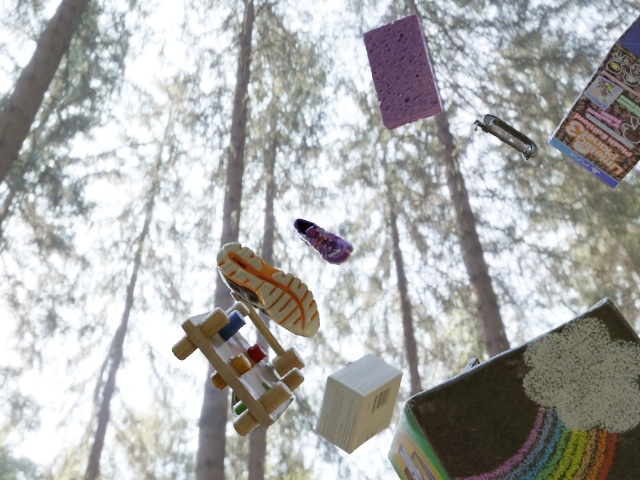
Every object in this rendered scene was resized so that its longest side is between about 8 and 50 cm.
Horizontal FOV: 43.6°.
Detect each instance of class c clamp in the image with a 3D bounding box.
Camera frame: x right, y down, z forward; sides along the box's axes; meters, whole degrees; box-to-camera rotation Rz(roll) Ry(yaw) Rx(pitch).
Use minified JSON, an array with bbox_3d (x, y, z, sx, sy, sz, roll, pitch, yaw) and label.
[{"bbox_3d":[0.381,-0.210,1.644,0.161,0.137,0.022,29,-59,-7],"label":"c clamp"}]

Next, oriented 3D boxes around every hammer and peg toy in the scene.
[{"bbox_3d":[-0.157,0.242,1.634,0.127,0.361,0.266,-41,-94,5],"label":"hammer and peg toy"}]

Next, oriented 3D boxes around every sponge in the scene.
[{"bbox_3d":[0.158,-0.327,1.553,0.117,0.210,0.031,-17,-19,20],"label":"sponge"}]

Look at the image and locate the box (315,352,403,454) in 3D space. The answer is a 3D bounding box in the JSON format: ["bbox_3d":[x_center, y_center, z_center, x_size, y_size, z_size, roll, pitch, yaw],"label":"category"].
[{"bbox_3d":[0.098,0.411,2.034,0.119,0.181,0.182,27,-62,31],"label":"box"}]

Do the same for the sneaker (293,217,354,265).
[{"bbox_3d":[0.000,0.000,1.814,0.068,0.170,0.071,-58,-33,-7],"label":"sneaker"}]

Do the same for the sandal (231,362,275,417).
[{"bbox_3d":[-0.181,0.374,1.940,0.086,0.120,0.303,17,-29,-17],"label":"sandal"}]

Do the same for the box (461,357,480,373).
[{"bbox_3d":[0.325,0.302,1.703,0.018,0.083,0.067,-11,-63,45],"label":"box"}]

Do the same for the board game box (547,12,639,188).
[{"bbox_3d":[0.531,-0.261,1.289,0.141,0.232,0.291,39,-19,11],"label":"board game box"}]

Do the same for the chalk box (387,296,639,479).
[{"bbox_3d":[0.198,0.225,0.582,0.180,0.289,0.179,-25,-23,-11],"label":"chalk box"}]

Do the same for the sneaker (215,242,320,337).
[{"bbox_3d":[-0.088,0.089,1.366,0.215,0.084,0.083,41,-26,9],"label":"sneaker"}]
